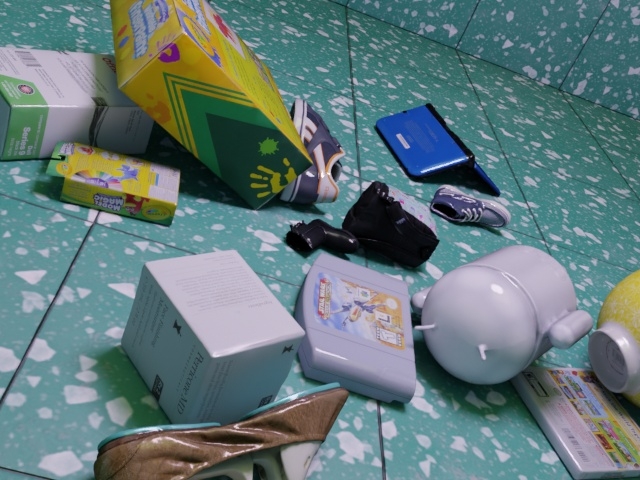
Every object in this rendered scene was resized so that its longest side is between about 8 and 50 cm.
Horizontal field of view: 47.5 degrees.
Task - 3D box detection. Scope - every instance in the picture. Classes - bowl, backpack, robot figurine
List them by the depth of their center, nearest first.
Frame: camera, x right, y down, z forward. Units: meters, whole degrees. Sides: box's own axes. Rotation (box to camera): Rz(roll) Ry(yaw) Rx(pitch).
[{"bbox_3d":[0.307,0.124,1.255,0.299,0.200,0.353,7,16,38],"label":"robot figurine"},{"bbox_3d":[0.580,0.198,1.302,0.156,0.290,0.289,-14,42,-13],"label":"bowl"},{"bbox_3d":[0.151,-0.031,1.448,0.182,0.152,0.115,28,38,-18],"label":"backpack"}]

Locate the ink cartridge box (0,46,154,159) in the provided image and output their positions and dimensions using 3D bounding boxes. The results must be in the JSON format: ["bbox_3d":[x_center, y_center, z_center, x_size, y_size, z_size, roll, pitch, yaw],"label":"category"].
[{"bbox_3d":[-0.487,-0.260,1.373,0.289,0.122,0.211,-9,45,-43],"label":"ink cartridge box"}]

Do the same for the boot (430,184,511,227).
[{"bbox_3d":[0.352,-0.064,1.721,0.189,0.069,0.086,22,37,11],"label":"boot"}]

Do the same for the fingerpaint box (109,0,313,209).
[{"bbox_3d":[-0.233,-0.328,1.469,0.371,0.163,0.445,43,16,-39],"label":"fingerpaint box"}]

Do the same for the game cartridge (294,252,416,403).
[{"bbox_3d":[0.056,0.133,1.214,0.198,0.062,0.297,22,30,-11],"label":"game cartridge"}]

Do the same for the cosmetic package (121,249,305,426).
[{"bbox_3d":[-0.148,0.132,0.975,0.151,0.151,0.184,-8,42,-42],"label":"cosmetic package"}]

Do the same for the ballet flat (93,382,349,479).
[{"bbox_3d":[-0.094,0.263,0.869,0.342,0.116,0.124,-4,61,-38],"label":"ballet flat"}]

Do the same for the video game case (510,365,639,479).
[{"bbox_3d":[0.454,0.307,1.247,0.206,0.026,0.227,7,34,-26],"label":"video game case"}]

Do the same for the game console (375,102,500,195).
[{"bbox_3d":[0.316,-0.225,1.973,0.250,0.173,0.293,-18,41,-6],"label":"game console"}]

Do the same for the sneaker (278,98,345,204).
[{"bbox_3d":[-0.019,-0.187,1.588,0.127,0.126,0.321,12,43,-11],"label":"sneaker"}]

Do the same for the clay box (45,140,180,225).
[{"bbox_3d":[-0.364,-0.104,1.286,0.221,0.053,0.127,13,32,-16],"label":"clay box"}]

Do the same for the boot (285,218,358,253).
[{"bbox_3d":[0.000,0.000,1.387,0.121,0.045,0.099,30,28,23],"label":"boot"}]
